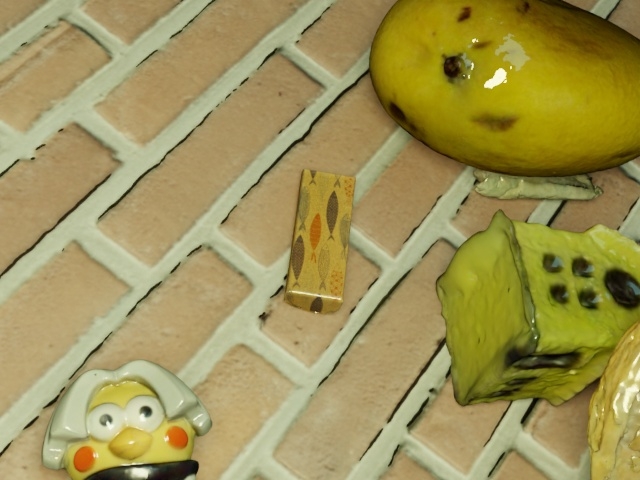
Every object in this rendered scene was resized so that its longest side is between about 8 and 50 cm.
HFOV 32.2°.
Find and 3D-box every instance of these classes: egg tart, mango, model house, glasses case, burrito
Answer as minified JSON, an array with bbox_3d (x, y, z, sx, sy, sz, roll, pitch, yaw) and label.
[{"bbox_3d":[0.409,0.190,1.161,0.150,0.352,0.352,22,44,39],"label":"egg tart"},{"bbox_3d":[0.266,-0.195,1.382,0.445,0.221,0.301,6,23,-38],"label":"mango"},{"bbox_3d":[0.272,0.079,1.248,0.234,0.193,0.175,-1,59,-23],"label":"model house"},{"bbox_3d":[0.000,0.000,1.270,0.064,0.041,0.170,9,58,-4],"label":"glasses case"},{"bbox_3d":[0.281,-0.073,1.427,0.188,0.045,0.058,3,36,-19],"label":"burrito"}]

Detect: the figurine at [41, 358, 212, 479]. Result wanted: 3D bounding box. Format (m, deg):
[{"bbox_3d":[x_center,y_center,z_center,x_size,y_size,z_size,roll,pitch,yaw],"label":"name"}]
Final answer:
[{"bbox_3d":[-0.175,0.231,1.009,0.176,0.133,0.236,-9,70,-15],"label":"figurine"}]
